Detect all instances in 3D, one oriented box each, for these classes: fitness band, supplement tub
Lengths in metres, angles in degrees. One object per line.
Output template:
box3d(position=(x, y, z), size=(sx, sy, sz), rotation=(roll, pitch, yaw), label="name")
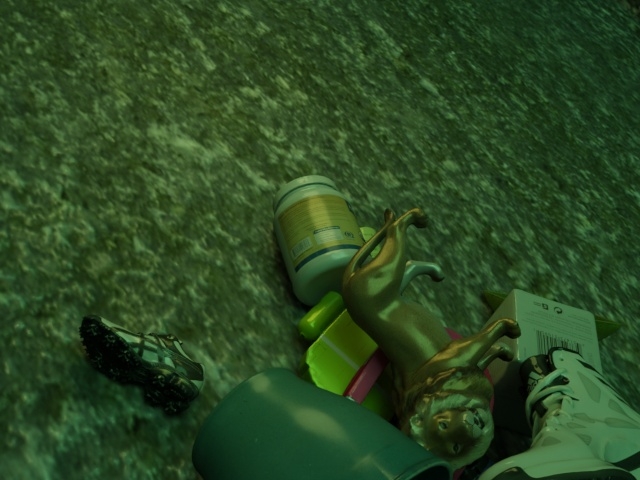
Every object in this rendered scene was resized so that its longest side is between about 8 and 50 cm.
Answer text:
box3d(position=(0.146, 0.254, 1.174), size=(0.209, 0.054, 0.291), rotation=(39, 56, 3), label="fitness band")
box3d(position=(0.000, 0.000, 1.348), size=(0.145, 0.144, 0.199), rotation=(-1, 51, -26), label="supplement tub")

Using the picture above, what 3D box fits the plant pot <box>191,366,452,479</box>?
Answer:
box3d(position=(-0.018, 0.308, 0.992), size=(0.272, 0.271, 0.255), rotation=(-23, 47, -39), label="plant pot")

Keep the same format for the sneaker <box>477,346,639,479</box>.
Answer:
box3d(position=(0.303, 0.272, 1.042), size=(0.448, 0.169, 0.257), rotation=(11, 29, -41), label="sneaker")

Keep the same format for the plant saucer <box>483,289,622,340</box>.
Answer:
box3d(position=(0.418, 0.142, 1.432), size=(0.189, 0.045, 0.188), rotation=(10, 4, -17), label="plant saucer")

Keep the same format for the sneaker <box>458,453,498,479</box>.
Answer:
box3d(position=(0.270, 0.353, 1.211), size=(0.152, 0.058, 0.084), rotation=(-24, 72, -32), label="sneaker")

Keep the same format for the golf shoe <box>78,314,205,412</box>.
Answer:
box3d(position=(-0.257, 0.166, 1.134), size=(0.198, 0.077, 0.094), rotation=(37, 33, 1), label="golf shoe")

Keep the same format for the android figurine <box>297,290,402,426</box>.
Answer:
box3d(position=(0.075, 0.194, 1.246), size=(0.248, 0.056, 0.273), rotation=(41, 56, 5), label="android figurine")

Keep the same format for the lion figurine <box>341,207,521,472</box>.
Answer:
box3d(position=(0.135, 0.136, 1.142), size=(0.240, 0.142, 0.392), rotation=(-30, 62, -19), label="lion figurine")

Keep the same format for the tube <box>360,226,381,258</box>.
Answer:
box3d(position=(0.098, 0.087, 1.380), size=(0.070, 0.062, 0.240), rotation=(-19, 56, 11), label="tube")

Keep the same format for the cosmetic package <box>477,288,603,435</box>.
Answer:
box3d(position=(0.348, 0.207, 1.293), size=(0.151, 0.183, 0.151), rotation=(18, 45, -8), label="cosmetic package")
